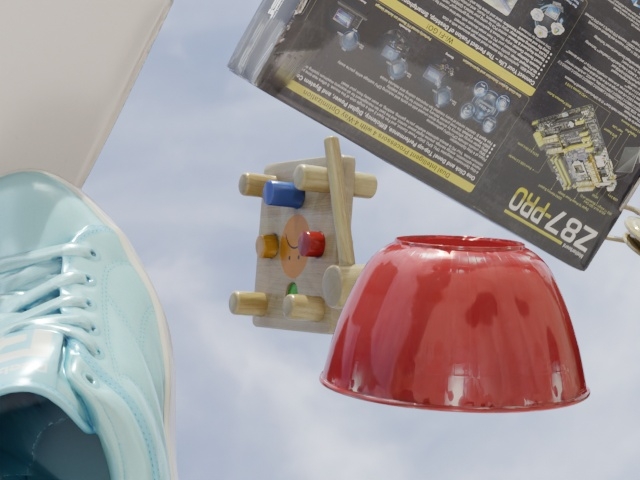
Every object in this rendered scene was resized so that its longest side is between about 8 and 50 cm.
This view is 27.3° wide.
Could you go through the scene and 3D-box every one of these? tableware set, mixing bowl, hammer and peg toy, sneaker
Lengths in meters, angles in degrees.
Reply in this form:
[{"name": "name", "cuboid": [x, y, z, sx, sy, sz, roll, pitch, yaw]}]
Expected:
[{"name": "tableware set", "cuboid": [0.421, 0.024, 1.507, 0.194, 0.128, 0.039, 17, -65, -25]}, {"name": "mixing bowl", "cuboid": [0.091, 0.048, 0.876, 0.181, 0.181, 0.098, -2, -83, -41]}, {"name": "hammer and peg toy", "cuboid": [0.000, 0.000, 1.883, 0.127, 0.361, 0.266, 6, -94, -28]}, {"name": "sneaker", "cuboid": [-0.153, 0.082, 0.775, 0.135, 0.366, 0.150, -19, -32, -5]}]

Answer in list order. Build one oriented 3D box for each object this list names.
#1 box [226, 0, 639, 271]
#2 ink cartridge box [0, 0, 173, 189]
[{"name": "box", "cuboid": [0.163, -0.192, 1.183, 0.394, 0.097, 0.318, 27, -85, -26]}, {"name": "ink cartridge box", "cuboid": [-0.295, -0.168, 1.032, 0.198, 0.270, 0.197, 28, -95, -40]}]
